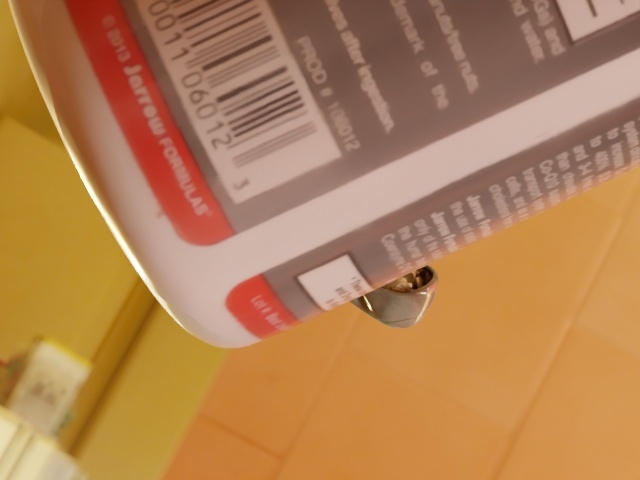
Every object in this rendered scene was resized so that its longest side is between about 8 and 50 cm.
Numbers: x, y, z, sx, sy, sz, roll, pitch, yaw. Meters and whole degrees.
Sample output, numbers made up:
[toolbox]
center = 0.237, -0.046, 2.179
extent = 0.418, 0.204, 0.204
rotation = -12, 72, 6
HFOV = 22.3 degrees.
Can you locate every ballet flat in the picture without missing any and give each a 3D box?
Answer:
[ballet flat]
center = 0.000, 0.000, 1.336
extent = 0.213, 0.072, 0.068
rotation = 26, -51, -5

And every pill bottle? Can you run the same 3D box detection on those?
[pill bottle]
center = 0.076, -0.119, 0.651
extent = 0.210, 0.363, 0.210
rotation = -25, 90, -86
